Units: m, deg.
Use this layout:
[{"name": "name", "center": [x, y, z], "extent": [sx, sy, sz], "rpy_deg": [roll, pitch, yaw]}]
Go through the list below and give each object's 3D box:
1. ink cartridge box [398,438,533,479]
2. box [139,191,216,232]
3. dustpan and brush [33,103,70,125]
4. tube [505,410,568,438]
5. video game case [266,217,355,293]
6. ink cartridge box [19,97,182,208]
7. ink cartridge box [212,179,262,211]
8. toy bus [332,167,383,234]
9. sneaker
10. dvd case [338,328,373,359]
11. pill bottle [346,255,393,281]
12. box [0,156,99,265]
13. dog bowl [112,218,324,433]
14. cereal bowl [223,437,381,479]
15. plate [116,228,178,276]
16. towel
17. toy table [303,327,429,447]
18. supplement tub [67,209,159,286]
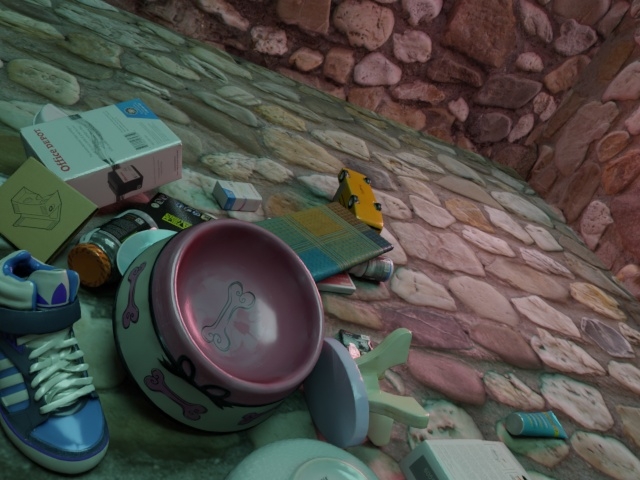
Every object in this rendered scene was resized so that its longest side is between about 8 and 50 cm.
[{"name": "ink cartridge box", "center": [0.359, 0.551, 1.070], "extent": [0.385, 0.091, 0.308], "rpy_deg": [24, 23, -46]}, {"name": "box", "center": [-0.368, -0.033, 1.370], "extent": [0.190, 0.045, 0.184], "rpy_deg": [27, 27, -4]}, {"name": "dustpan and brush", "center": [-0.732, -0.289, 1.462], "extent": [0.147, 0.060, 0.211], "rpy_deg": [35, 20, -15]}, {"name": "tube", "center": [0.557, 0.473, 1.379], "extent": [0.207, 0.052, 0.080], "rpy_deg": [15, 42, -35]}, {"name": "video game case", "center": [-0.033, 0.042, 1.567], "extent": [0.204, 0.025, 0.285], "rpy_deg": [10, 33, -30]}, {"name": "ink cartridge box", "center": [-0.533, -0.211, 1.330], "extent": [0.307, 0.129, 0.223], "rpy_deg": [-27, 58, -33]}, {"name": "ink cartridge box", "center": [-0.252, -0.135, 1.629], "extent": [0.122, 0.052, 0.088], "rpy_deg": [0, 40, -39]}, {"name": "toy bus", "center": [0.122, -0.120, 1.855], "extent": [0.108, 0.130, 0.333], "rpy_deg": [16, 31, -20]}, {"name": "sneaker", "center": [-0.412, 0.163, 0.812], "extent": [0.323, 0.236, 0.130], "rpy_deg": [42, 31, 24]}, {"name": "dvd case", "center": [0.094, 0.272, 1.320], "extent": [0.087, 0.013, 0.119], "rpy_deg": [17, 32, -21]}, {"name": "pill bottle", "center": [0.142, 0.076, 1.611], "extent": [0.137, 0.078, 0.078], "rpy_deg": [14, 32, -25]}, {"name": "box", "center": [-0.592, -0.063, 1.128], "extent": [0.201, 0.164, 0.021], "rpy_deg": [35, -13, 13]}, {"name": "dog bowl", "center": [-0.163, 0.139, 1.011], "extent": [0.408, 0.150, 0.408], "rpy_deg": [25, 47, -31]}, {"name": "cereal bowl", "center": [-0.001, 0.446, 0.825], "extent": [0.339, 0.141, 0.339], "rpy_deg": [21, 30, -13]}, {"name": "plate", "center": [-0.320, 0.050, 1.104], "extent": [0.188, 0.024, 0.188], "rpy_deg": [16, 40, -13]}, {"name": "towel", "center": [0.000, 0.000, 1.551], "extent": [0.370, 0.040, 0.271], "rpy_deg": [-18, 47, -41]}, {"name": "toy table", "center": [0.082, 0.290, 1.063], "extent": [0.161, 0.252, 0.274], "rpy_deg": [5, 24, -22]}, {"name": "supplement tub", "center": [-0.440, 0.016, 1.151], "extent": [0.117, 0.117, 0.190], "rpy_deg": [30, 28, 3]}]
